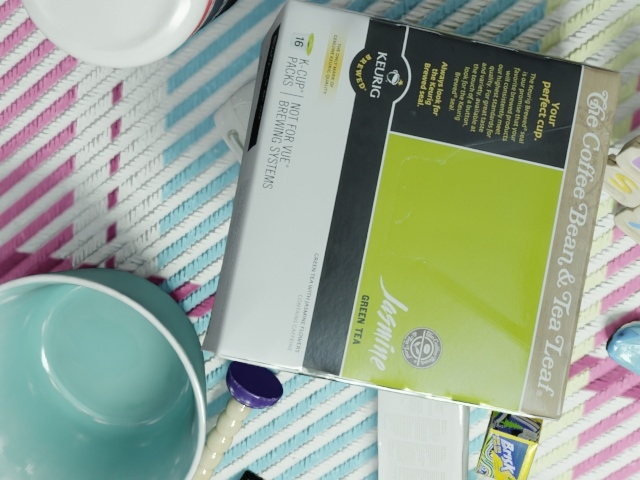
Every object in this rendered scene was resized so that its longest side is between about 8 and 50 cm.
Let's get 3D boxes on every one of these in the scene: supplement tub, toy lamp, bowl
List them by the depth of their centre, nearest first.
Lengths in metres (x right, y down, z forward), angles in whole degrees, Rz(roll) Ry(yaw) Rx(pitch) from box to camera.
[{"bbox_3d":[-0.164,-0.288,1.547,0.191,0.272,0.191,5,112,13],"label":"supplement tub"},{"bbox_3d":[-0.255,0.155,1.803,0.311,0.163,0.312,5,111,12],"label":"bowl"},{"bbox_3d":[-0.138,0.262,1.863,0.080,0.080,0.275,31,113,1],"label":"toy lamp"}]

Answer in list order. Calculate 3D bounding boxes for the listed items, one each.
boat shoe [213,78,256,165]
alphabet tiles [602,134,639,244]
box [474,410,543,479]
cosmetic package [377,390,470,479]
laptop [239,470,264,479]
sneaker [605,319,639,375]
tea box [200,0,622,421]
[{"bbox_3d":[-0.003,0.001,1.694,0.156,0.136,0.367,-29,98,22],"label":"boat shoe"},{"bbox_3d":[0.392,0.006,1.542,0.284,0.278,0.021,39,74,-2],"label":"alphabet tiles"},{"bbox_3d":[0.207,0.193,1.693,0.054,0.169,0.059,18,113,7],"label":"box"},{"bbox_3d":[0.117,0.228,1.790,0.098,0.060,0.239,6,112,15],"label":"cosmetic package"},{"bbox_3d":[-0.056,0.444,1.946,0.234,0.136,0.264,31,89,1],"label":"laptop"},{"bbox_3d":[0.378,0.137,1.679,0.162,0.073,0.063,22,115,5],"label":"sneaker"},{"bbox_3d":[0.079,-0.021,1.512,0.323,0.220,0.329,12,85,-7],"label":"tea box"}]
